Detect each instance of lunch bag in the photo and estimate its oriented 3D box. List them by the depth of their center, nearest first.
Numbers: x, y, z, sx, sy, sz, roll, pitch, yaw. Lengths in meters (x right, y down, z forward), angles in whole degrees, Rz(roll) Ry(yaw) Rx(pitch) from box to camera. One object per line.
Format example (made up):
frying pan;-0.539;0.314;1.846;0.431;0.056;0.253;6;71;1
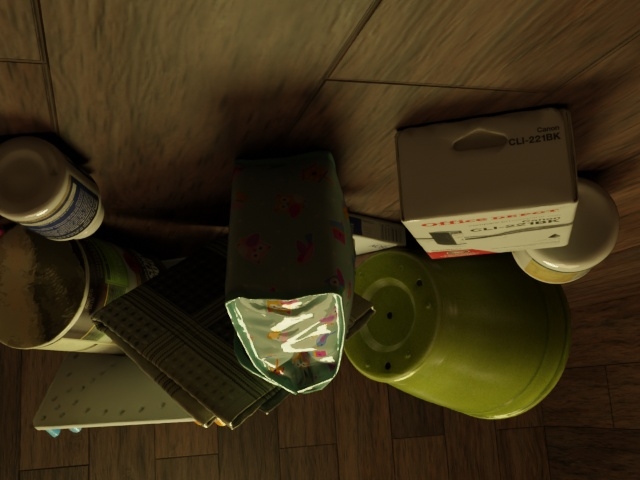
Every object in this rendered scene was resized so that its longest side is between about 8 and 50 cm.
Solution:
lunch bag;-0.033;0.050;0.966;0.160;0.223;0.262;-4;145;4

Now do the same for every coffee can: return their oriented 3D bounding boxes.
coffee can;-0.402;0.090;1.269;0.202;0.201;0.275;-7;168;17

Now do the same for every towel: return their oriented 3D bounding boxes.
towel;-0.129;0.122;1.143;0.324;0.056;0.312;29;-133;33

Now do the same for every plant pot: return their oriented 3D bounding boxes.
plant pot;0.233;0.157;1.449;0.367;0.366;0.353;-14;160;41

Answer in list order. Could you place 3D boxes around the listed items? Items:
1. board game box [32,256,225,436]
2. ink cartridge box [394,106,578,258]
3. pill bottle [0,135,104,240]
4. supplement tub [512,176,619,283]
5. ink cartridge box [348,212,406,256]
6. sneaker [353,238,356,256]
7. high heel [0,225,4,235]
board game box;-0.300;0.186;1.414;0.390;0.389;0.050;-9;132;23
ink cartridge box;0.214;-0.060;0.953;0.197;0.114;0.273;-6;167;15
pill bottle;-0.313;-0.051;0.875;0.094;0.094;0.169;-4;168;2
supplement tub;0.373;-0.010;1.171;0.145;0.144;0.199;-5;169;8
ink cartridge box;0.000;0.000;1.346;0.224;0.045;0.223;-14;165;40
sneaker;-0.007;0.048;1.255;0.152;0.084;0.058;-12;163;31
high heel;-0.593;0.029;1.122;0.244;0.117;0.082;-4;168;0
